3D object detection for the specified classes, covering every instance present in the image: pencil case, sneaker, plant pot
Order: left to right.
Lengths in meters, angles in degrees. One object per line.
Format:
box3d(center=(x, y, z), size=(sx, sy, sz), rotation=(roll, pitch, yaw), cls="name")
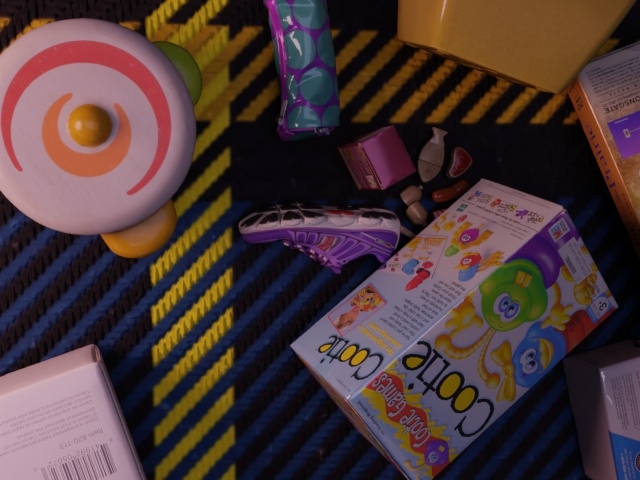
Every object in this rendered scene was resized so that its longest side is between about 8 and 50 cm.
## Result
box3d(center=(-0.020, -0.179, 0.945), size=(0.070, 0.064, 0.152), rotation=(-10, 95, -39), cls="pencil case")
box3d(center=(0.000, 0.000, 0.962), size=(0.170, 0.068, 0.071), rotation=(3, 106, -10), cls="sneaker")
box3d(center=(0.189, -0.261, 0.931), size=(0.212, 0.212, 0.187), rotation=(17, 101, -15), cls="plant pot")

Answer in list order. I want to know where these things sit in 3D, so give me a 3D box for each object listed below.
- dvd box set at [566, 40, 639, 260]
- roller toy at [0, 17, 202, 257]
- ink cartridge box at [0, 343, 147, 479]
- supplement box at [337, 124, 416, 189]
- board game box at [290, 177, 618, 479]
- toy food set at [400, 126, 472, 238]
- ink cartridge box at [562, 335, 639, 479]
box3d(center=(0.485, -0.045, 0.998), size=(0.307, 0.062, 0.420), rotation=(-22, 82, 1), cls="dvd box set")
box3d(center=(-0.214, -0.099, 0.857), size=(0.191, 0.146, 0.209), rotation=(12, 90, -14), cls="roller toy")
box3d(center=(-0.261, 0.269, 0.878), size=(0.207, 0.117, 0.283), rotation=(-19, 97, -13), cls="ink cartridge box")
box3d(center=(0.057, -0.085, 0.960), size=(0.043, 0.083, 0.055), rotation=(-29, 101, -11), cls="supplement box")
box3d(center=(0.135, 0.088, 0.945), size=(0.275, 0.144, 0.142), rotation=(-40, 117, -9), cls="board game box")
box3d(center=(0.127, -0.053, 1.013), size=(0.078, 0.019, 0.122), rotation=(27, 82, -14), cls="toy food set")
box3d(center=(0.396, 0.183, 1.059), size=(0.203, 0.086, 0.148), rotation=(-13, 95, -14), cls="ink cartridge box")
